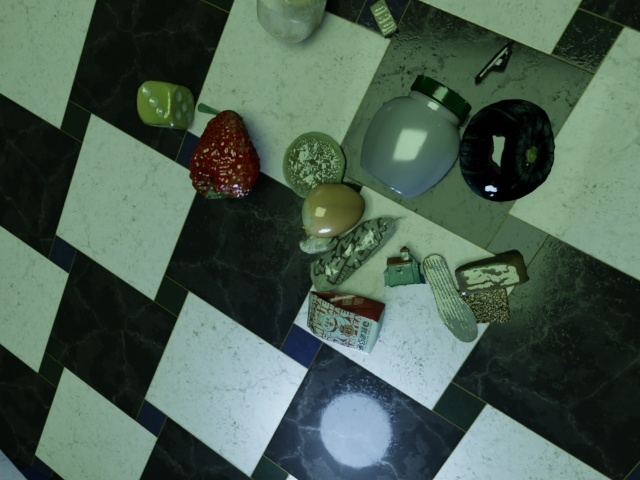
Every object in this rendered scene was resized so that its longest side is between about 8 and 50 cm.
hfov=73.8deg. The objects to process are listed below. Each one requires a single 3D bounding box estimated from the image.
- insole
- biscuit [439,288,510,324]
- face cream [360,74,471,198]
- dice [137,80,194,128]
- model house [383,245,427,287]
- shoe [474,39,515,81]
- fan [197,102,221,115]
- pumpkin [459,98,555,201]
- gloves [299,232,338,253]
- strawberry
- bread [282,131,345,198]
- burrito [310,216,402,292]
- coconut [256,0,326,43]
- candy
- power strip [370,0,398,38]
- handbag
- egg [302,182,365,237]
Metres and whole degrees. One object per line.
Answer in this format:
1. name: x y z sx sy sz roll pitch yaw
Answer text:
1. insole: 0.471 0.215 1.559 0.119 0.009 0.349 -24 88 23
2. biscuit: 0.558 0.241 1.551 0.236 0.026 0.131 -7 94 18
3. face cream: 0.317 -0.344 1.439 0.312 0.219 0.357 36 107 11
4. dice: -0.633 -0.552 1.751 0.166 0.169 0.170 9 101 18
5. model house: 0.307 0.096 1.576 0.148 0.119 0.149 -6 84 23
6. shoe: 0.582 -0.578 1.402 0.053 0.062 0.159 44 109 -6
7. fan: -0.428 -0.530 1.768 0.193 0.016 0.038 21 102 15
8. pumpkin: 0.575 -0.284 1.345 0.315 0.238 0.315 -5 107 -18
9. gloves: 0.001 0.004 1.659 0.153 0.114 0.070 -7 119 34
10. strawberry: -0.355 -0.333 1.652 0.312 0.267 0.351 -6 79 48
11. bread: -0.031 -0.288 1.660 0.266 0.040 0.267 3 100 18
12. burrito: 0.128 0.035 1.625 0.445 0.101 0.139 -43 73 22
13. coconut: -0.101 -0.835 1.504 0.244 0.247 0.245 1 86 -9
14. candy: 0.591 0.117 1.482 0.233 0.102 0.104 -15 93 22
15. power strip: 0.223 -0.783 1.502 0.056 0.032 0.123 -26 89 19
16. handbag: 0.087 0.294 1.645 0.298 0.151 0.171 17 116 17
17. egg: 0.045 -0.114 1.576 0.244 0.201 0.201 -10 96 -5
